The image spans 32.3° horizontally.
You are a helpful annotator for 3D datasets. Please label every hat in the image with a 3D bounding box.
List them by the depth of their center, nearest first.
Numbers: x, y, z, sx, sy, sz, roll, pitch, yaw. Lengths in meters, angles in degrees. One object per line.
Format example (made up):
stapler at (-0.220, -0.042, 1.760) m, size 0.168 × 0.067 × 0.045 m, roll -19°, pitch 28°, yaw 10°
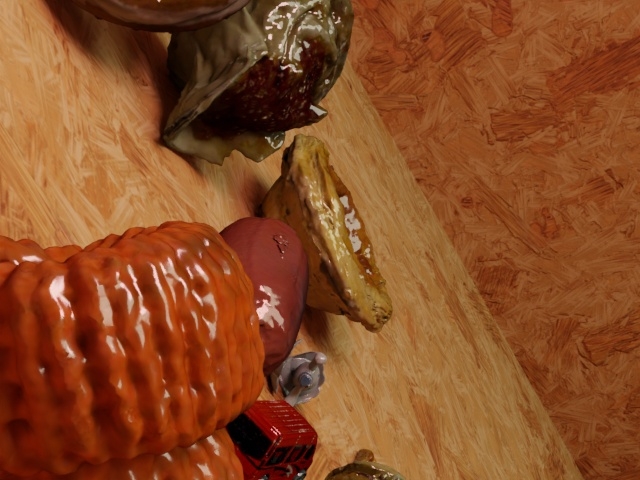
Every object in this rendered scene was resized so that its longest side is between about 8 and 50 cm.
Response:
hat at (-0.182, 0.186, 0.852) m, size 0.285 × 0.285 × 0.401 m, roll -26°, pitch 117°, yaw -75°

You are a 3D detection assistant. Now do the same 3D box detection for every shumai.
shumai at (-0.114, -0.277, 1.575) m, size 0.291 × 0.330 × 0.288 m, roll 30°, pitch 30°, yaw 11°

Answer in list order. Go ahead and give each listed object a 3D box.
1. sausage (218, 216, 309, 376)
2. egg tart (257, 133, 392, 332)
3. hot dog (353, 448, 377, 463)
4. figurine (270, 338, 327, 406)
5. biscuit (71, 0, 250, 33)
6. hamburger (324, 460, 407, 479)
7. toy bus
sausage at (-0.090, 0.070, 1.385) m, size 0.152 × 0.152 × 0.280 m, roll 59°, pitch 17°, yaw -20°
egg tart at (0.000, 0.000, 1.808) m, size 0.352 × 0.150 × 0.352 m, roll -22°, pitch 90°, yaw -80°
hot dog at (0.071, 0.344, 1.707) m, size 0.030 × 0.034 × 0.090 m, roll 63°, pitch 16°, yaw -3°
figurine at (-0.031, 0.187, 1.536) m, size 0.082 × 0.094 × 0.086 m, roll 26°, pitch -14°, yaw -2°
biscuit at (-0.219, -0.413, 1.452) m, size 0.103 × 0.332 × 0.332 m, roll 120°, pitch -45°, yaw -58°
hamburger at (0.060, 0.365, 1.399) m, size 0.185 × 0.159 × 0.131 m, roll 47°, pitch 9°, yaw 11°
toy bus at (-0.058, 0.236, 1.287) m, size 0.081 × 0.089 × 0.195 m, roll 43°, pitch 7°, yaw 20°
